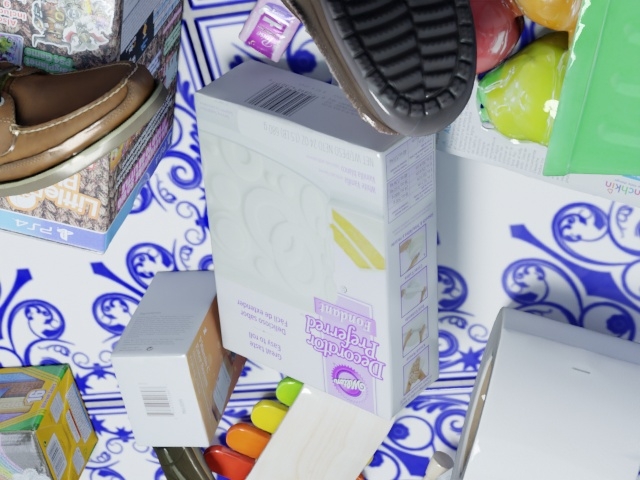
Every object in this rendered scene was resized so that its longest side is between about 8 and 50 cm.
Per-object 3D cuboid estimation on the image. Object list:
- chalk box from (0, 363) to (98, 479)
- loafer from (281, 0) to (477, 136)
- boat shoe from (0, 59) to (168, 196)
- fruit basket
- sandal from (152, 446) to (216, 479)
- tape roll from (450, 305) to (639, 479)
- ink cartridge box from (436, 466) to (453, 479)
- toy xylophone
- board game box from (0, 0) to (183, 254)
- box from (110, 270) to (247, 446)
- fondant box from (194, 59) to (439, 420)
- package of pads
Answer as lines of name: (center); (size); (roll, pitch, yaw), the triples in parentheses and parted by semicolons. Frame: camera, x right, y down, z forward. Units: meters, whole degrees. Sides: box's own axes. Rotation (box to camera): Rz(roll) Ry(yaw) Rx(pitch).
chalk box: (-0.411, 0.248, 1.836); (0.213, 0.132, 0.132); (-3, 123, 17)
loafer: (0.027, -0.244, 1.342); (0.133, 0.366, 0.130); (-16, 161, -20)
boat shoe: (-0.282, -0.103, 1.300); (0.307, 0.111, 0.104); (-19, 117, 25)
fruit basket: (0.191, -0.214, 1.398); (0.353, 0.165, 0.327); (20, 126, 19)
sandal: (-0.176, 0.218, 1.793); (0.090, 0.060, 0.219); (-23, 97, 47)
tape roll: (0.245, 0.209, 1.582); (0.169, 0.246, 0.246); (16, 125, 3)
ink cartridge box: (0.179, 0.275, 1.732); (0.029, 0.115, 0.063); (48, 146, 21)
toy xylophone: (0.011, 0.263, 1.772); (0.236, 0.081, 0.323); (30, 124, -15)
board game box: (-0.235, -0.178, 1.450); (0.141, 0.232, 0.291); (13, 124, 6)
box: (-0.157, 0.132, 1.672); (0.091, 0.170, 0.130); (-2, 122, 16)
fondant box: (0.000, 0.000, 1.539); (0.238, 0.096, 0.330); (21, 131, 33)
package of pads: (-0.044, -0.228, 1.492); (0.050, 0.032, 0.083); (31, 124, -4)
